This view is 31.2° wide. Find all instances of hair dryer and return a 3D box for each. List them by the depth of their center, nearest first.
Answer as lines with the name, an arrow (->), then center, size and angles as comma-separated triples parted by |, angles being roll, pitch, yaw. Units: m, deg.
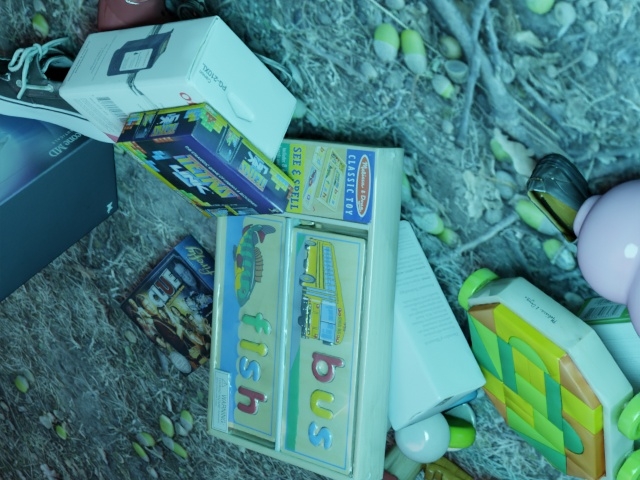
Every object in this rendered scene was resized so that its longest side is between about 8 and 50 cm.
hair dryer -> -0.190, -0.258, 1.441 | 0.293, 0.080, 0.224 | 1, 124, 42

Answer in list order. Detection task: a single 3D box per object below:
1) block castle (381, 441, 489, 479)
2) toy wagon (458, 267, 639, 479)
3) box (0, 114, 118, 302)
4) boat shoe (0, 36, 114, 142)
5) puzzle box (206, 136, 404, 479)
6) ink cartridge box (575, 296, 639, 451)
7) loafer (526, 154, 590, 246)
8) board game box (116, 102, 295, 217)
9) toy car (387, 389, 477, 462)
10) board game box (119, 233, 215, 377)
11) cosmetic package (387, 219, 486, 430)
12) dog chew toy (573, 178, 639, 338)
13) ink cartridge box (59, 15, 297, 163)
block castle -> 0.148, 0.513, 1.675 | 0.303, 0.213, 0.453 | 31, 140, 19
toy wagon -> 0.277, 0.190, 1.353 | 0.267, 0.068, 0.344 | 40, 157, 38
box -> -0.506, -0.094, 1.697 | 0.294, 0.296, 0.183 | 27, 137, 21
boat shoe -> -0.385, -0.228, 1.618 | 0.306, 0.113, 0.105 | 21, 129, 24
puzzle box -> -0.026, 0.076, 1.430 | 0.272, 0.052, 0.409 | 9, 99, 41
ink cartridge box -> 0.379, 0.161, 1.308 | 0.109, 0.062, 0.209 | -11, 115, 48
loafer -> 0.285, -0.012, 1.243 | 0.170, 0.061, 0.062 | 45, 140, 0
board game box -> -0.136, -0.091, 1.371 | 0.141, 0.048, 0.170 | 0, 149, 44
toy car -> 0.131, 0.208, 1.532 | 0.182, 0.159, 0.136 | 22, 99, 27
board game box -> -0.209, 0.108, 1.807 | 0.165, 0.042, 0.243 | 47, 141, -1
cosmetic package -> 0.100, 0.104, 1.423 | 0.117, 0.085, 0.231 | -45, 65, 52
dog chew toy -> 0.394, 0.051, 1.104 | 0.332, 0.206, 0.207 | 32, 140, 29
ink cartridge box -> -0.174, -0.176, 1.411 | 0.237, 0.100, 0.172 | 2, 151, 40
